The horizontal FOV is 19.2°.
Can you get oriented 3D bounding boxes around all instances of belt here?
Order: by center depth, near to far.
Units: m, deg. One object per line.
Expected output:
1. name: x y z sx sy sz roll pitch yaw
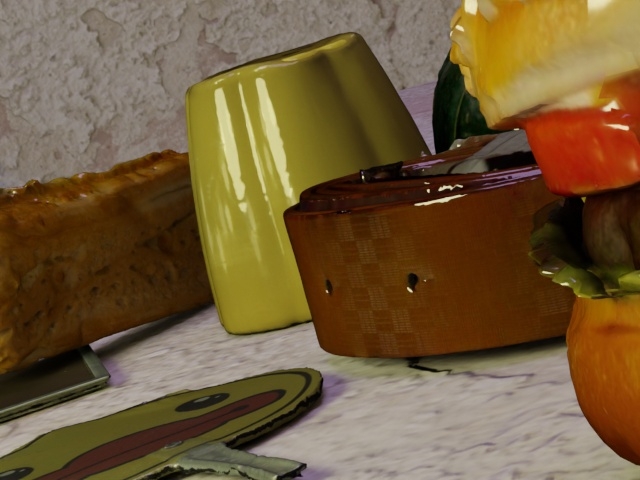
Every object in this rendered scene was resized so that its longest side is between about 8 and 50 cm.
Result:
1. belt: 0.092 -0.002 1.075 0.184 0.105 0.261 -19 6 -27

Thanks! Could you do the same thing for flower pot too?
1. flower pot: -0.010 -0.046 1.347 0.195 0.179 0.195 -19 7 2

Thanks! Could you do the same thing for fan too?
1. fan: -0.088 0.110 1.002 0.229 0.011 0.335 -21 8 -27

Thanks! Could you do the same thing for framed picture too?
1. framed picture: -0.223 0.108 1.333 0.142 0.011 0.183 -18 8 -10

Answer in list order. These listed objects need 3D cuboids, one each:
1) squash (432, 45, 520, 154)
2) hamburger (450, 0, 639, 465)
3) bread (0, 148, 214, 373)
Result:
1. squash: 0.179 -0.088 1.241 0.218 0.172 0.218 -19 8 3
2. hamburger: 0.215 -0.064 0.671 0.330 0.250 0.330 -16 7 2
3. bread: -0.174 0.008 1.415 0.077 0.139 0.271 7 17 36
